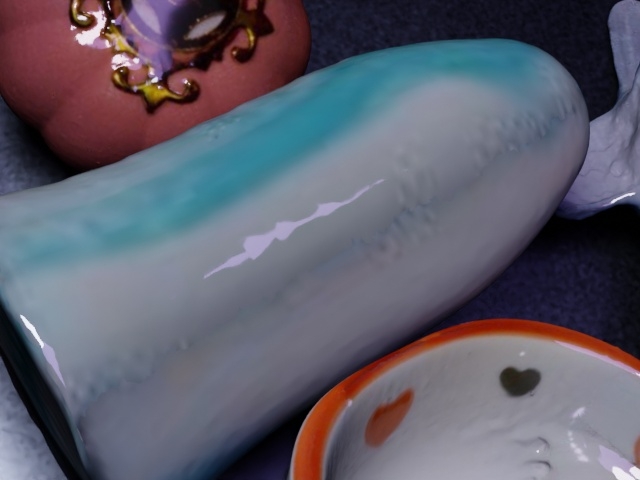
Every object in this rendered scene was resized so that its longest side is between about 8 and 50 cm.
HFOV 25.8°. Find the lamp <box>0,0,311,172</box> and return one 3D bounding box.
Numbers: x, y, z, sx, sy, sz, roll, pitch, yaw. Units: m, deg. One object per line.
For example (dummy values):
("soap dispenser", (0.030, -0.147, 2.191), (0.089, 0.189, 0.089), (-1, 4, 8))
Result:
("lamp", (-0.096, -0.118, 0.777), (0.182, 0.140, 0.182), (2, 84, -16))

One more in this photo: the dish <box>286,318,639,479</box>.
("dish", (0.098, 0.162, 0.635), (0.256, 0.117, 0.256), (12, 38, -10))

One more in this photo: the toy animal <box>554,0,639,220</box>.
("toy animal", (0.199, -0.052, 0.839), (0.239, 0.176, 0.255), (14, 30, -9))

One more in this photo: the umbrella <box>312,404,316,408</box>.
("umbrella", (0.004, 0.170, 0.708), (0.066, 0.059, 0.235), (6, 62, 16))

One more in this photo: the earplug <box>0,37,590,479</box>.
("earplug", (0.000, 0.000, 0.700), (0.324, 0.185, 0.185), (-28, 75, -18))
